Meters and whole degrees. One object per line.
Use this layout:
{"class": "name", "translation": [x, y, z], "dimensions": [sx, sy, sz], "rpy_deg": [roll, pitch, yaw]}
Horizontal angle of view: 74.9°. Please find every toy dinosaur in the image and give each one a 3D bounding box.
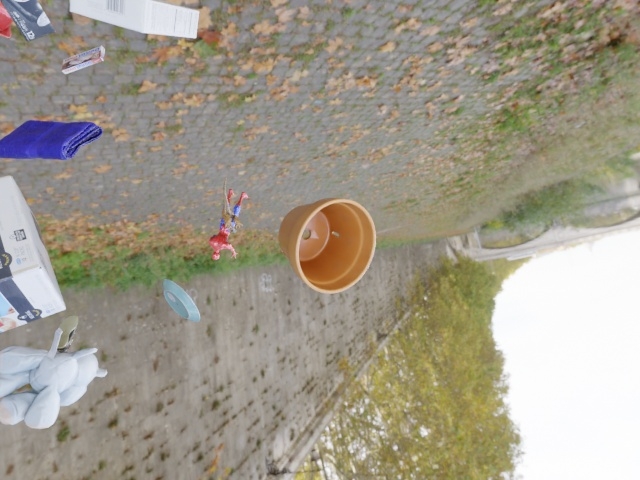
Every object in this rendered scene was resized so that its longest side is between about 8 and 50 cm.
{"class": "toy dinosaur", "translation": [-0.315, -0.093, 1.413], "dimensions": [0.064, 0.112, 0.211], "rpy_deg": [-19, 137, -26]}

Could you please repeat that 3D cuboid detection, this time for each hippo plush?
{"class": "hippo plush", "translation": [-0.799, 0.388, 1.252], "dimensions": [0.235, 0.294, 0.236], "rpy_deg": [29, 172, 1]}

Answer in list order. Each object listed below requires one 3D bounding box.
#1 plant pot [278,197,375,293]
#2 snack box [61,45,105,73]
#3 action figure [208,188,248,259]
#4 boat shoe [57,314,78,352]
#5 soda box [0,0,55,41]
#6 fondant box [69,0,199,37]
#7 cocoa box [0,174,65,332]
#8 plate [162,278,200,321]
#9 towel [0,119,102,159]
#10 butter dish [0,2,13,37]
{"class": "plant pot", "translation": [0.000, 0.000, 1.323], "dimensions": [0.291, 0.290, 0.204], "rpy_deg": [-11, -162, -31]}
{"class": "snack box", "translation": [-0.927, -0.705, 1.634], "dimensions": [0.179, 0.064, 0.022], "rpy_deg": [-13, 154, 11]}
{"class": "action figure", "translation": [-0.357, -0.044, 1.630], "dimensions": [0.092, 0.280, 0.139], "rpy_deg": [14, 159, 7]}
{"class": "boat shoe", "translation": [-0.845, 0.310, 1.393], "dimensions": [0.049, 0.132, 0.042], "rpy_deg": [7, 133, -13]}
{"class": "soda box", "translation": [-0.526, -0.433, 0.703], "dimensions": [0.053, 0.060, 0.168], "rpy_deg": [-33, 146, -18]}
{"class": "fondant box", "translation": [-0.573, -0.728, 1.329], "dimensions": [0.239, 0.096, 0.330], "rpy_deg": [18, -156, 4]}
{"class": "cocoa box", "translation": [-0.877, 0.043, 1.116], "dimensions": [0.228, 0.347, 0.231], "rpy_deg": [-22, 152, -27]}
{"class": "plate", "translation": [-0.489, 0.214, 1.444], "dimensions": [0.024, 0.188, 0.188], "rpy_deg": [-43, -165, -36]}
{"class": "towel", "translation": [-0.990, -0.371, 1.515], "dimensions": [0.309, 0.076, 0.227], "rpy_deg": [2, -142, 11]}
{"class": "butter dish", "translation": [-0.903, -0.673, 1.146], "dimensions": [0.119, 0.159, 0.160], "rpy_deg": [-13, 175, 15]}
